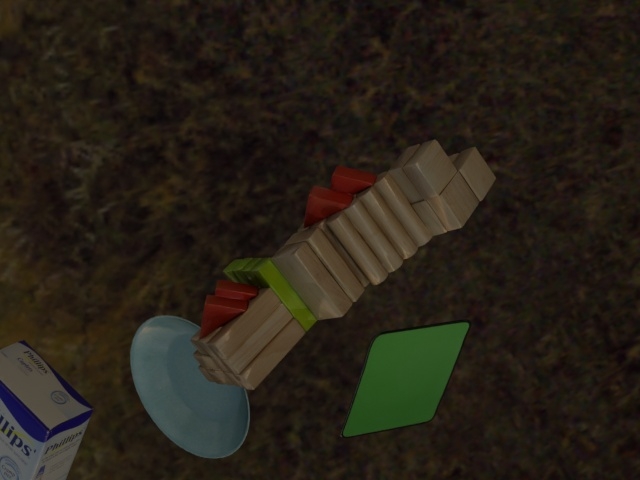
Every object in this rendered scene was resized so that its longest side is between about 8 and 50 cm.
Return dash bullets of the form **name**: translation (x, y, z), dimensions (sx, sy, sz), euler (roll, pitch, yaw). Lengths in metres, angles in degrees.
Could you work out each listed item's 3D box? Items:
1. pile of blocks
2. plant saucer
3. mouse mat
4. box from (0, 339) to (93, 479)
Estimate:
- **pile of blocks**: translation (0.000, 0.000, 1.178), dimensions (0.113, 0.362, 0.149), euler (53, 178, -18)
- **plant saucer**: translation (-0.153, 0.175, 1.435), dimensions (0.194, 0.037, 0.195), euler (17, 121, 31)
- **mouse mat**: translation (0.110, 0.181, 1.509), dimensions (0.007, 0.152, 0.190), euler (54, 139, 43)
- **box**: translation (-0.337, 0.208, 1.305), dimensions (0.126, 0.072, 0.137), euler (39, 123, 20)
